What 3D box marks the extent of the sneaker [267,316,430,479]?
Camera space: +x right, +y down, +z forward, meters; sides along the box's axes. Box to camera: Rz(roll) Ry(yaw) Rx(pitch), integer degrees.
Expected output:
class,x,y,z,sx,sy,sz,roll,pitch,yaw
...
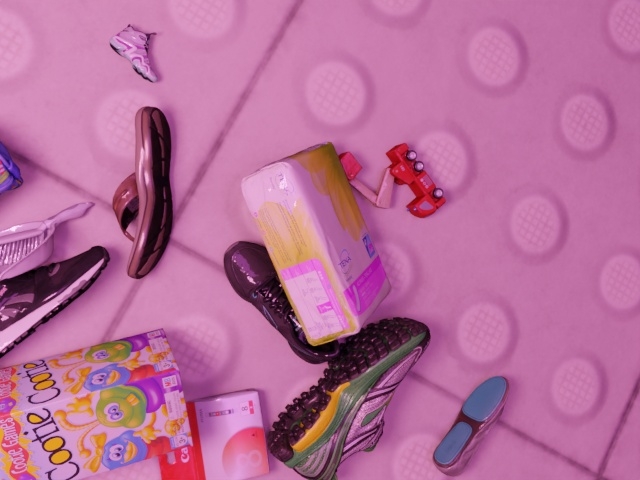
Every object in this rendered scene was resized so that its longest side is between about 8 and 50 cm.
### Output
class,x,y,z,sx,sy,sz,roll,pitch,yaw
sneaker,0.069,0.273,1.292,0.343,0.134,0.146,-45,112,-6

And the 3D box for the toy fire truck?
class,x,y,z,sx,sy,sz,roll,pitch,yaw
toy fire truck,0.127,-0.104,1.343,0.135,0.047,0.192,-40,102,-14

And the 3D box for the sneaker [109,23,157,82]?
class,x,y,z,sx,sy,sz,roll,pitch,yaw
sneaker,-0.290,-0.314,1.213,0.098,0.038,0.069,45,78,-13

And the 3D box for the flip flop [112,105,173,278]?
class,x,y,z,sx,sy,sz,roll,pitch,yaw
flip flop,-0.292,-0.077,1.184,0.080,0.112,0.277,1,92,8

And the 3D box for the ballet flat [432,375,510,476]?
class,x,y,z,sx,sy,sz,roll,pitch,yaw
ballet flat,0.290,0.350,1.391,0.213,0.072,0.068,-50,131,-12

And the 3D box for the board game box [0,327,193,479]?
class,x,y,z,sx,sy,sz,roll,pitch,yaw
board game box,-0.351,0.255,1.114,0.275,0.144,0.142,-13,114,-18

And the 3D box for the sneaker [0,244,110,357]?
class,x,y,z,sx,sy,sz,roll,pitch,yaw
sneaker,-0.461,0.078,1.122,0.283,0.107,0.124,-40,96,-14

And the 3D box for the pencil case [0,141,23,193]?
class,x,y,z,sx,sy,sz,roll,pitch,yaw
pencil case,-0.575,-0.034,1.072,0.133,0.119,0.306,40,77,16

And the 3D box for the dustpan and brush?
class,x,y,z,sx,sy,sz,roll,pitch,yaw
dustpan and brush,-0.440,-0.007,1.135,0.211,0.147,0.060,-23,117,-44

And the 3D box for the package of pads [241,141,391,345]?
class,x,y,z,sx,sy,sz,roll,pitch,yaw
package of pads,0.000,0.000,1.208,0.101,0.229,0.296,-21,96,24

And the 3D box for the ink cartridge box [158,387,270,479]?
class,x,y,z,sx,sy,sz,roll,pitch,yaw
ink cartridge box,-0.183,0.336,1.240,0.179,0.045,0.145,-9,92,-21

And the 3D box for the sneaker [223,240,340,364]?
class,x,y,z,sx,sy,sz,roll,pitch,yaw
sneaker,-0.056,0.103,1.252,0.101,0.106,0.267,-45,101,-11
